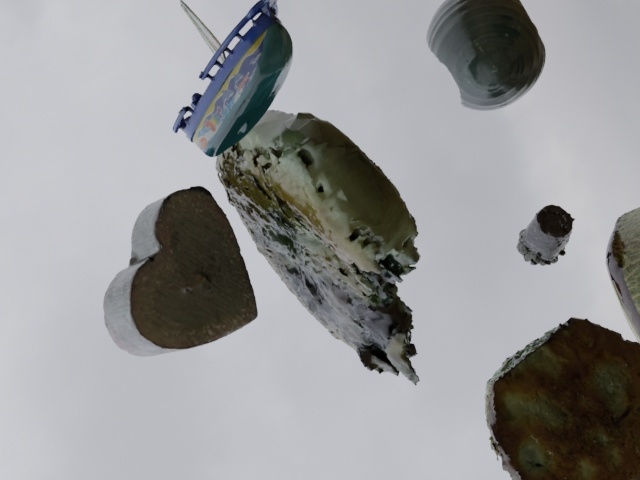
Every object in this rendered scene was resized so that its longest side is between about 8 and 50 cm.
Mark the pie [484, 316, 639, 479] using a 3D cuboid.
[{"bbox_3d":[0.416,0.294,1.331,0.355,0.103,0.288,-36,-96,-20],"label":"pie"}]

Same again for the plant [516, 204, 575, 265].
[{"bbox_3d":[0.427,-0.005,1.558,0.094,0.143,0.092,36,-112,13],"label":"plant"}]

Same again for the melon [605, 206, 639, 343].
[{"bbox_3d":[0.211,0.037,0.371,0.160,0.128,0.079,57,-153,9],"label":"melon"}]

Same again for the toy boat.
[{"bbox_3d":[-0.083,-0.155,0.683,0.110,0.175,0.091,47,-128,1],"label":"toy boat"}]

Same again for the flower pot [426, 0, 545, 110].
[{"bbox_3d":[0.262,-0.305,1.296,0.189,0.157,0.243,52,-161,-22],"label":"flower pot"}]

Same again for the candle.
[{"bbox_3d":[-0.143,0.048,0.907,0.168,0.068,0.192,40,-127,-33],"label":"candle"}]

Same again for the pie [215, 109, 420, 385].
[{"bbox_3d":[0.000,0.000,0.871,0.296,0.078,0.371,41,160,32],"label":"pie"}]
